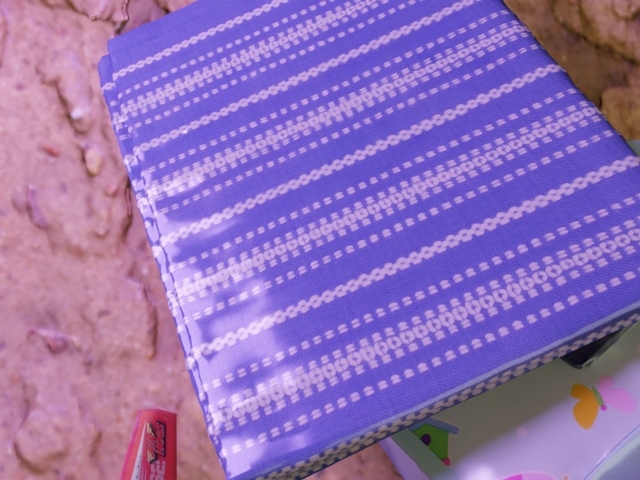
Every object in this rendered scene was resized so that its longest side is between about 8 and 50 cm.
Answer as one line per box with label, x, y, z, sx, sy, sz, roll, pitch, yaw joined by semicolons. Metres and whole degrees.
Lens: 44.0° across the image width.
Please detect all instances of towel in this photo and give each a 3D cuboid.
towel;0.013;-0.052;0.442;0.243;0.040;0.336;-25;53;1

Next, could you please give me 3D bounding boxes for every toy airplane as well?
toy airplane;-0.094;0.186;0.532;0.151;0.028;0.151;0;89;-9

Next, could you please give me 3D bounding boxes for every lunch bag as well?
lunch bag;0.133;0.065;0.453;0.223;0.262;0.160;-40;94;-7
